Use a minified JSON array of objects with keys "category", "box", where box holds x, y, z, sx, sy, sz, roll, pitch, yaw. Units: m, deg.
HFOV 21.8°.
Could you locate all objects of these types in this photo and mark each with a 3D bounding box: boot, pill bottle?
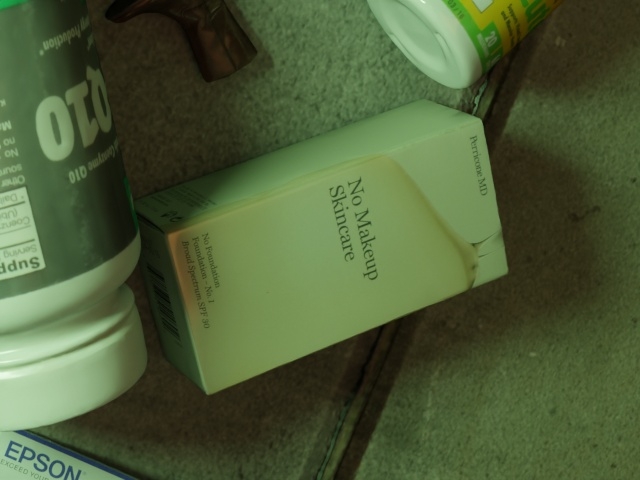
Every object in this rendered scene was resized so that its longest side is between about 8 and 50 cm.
[{"category":"boot","box":[-0.116,-0.173,1.415,0.106,0.037,0.114,-33,120,-13]},{"category":"pill bottle","box":[-0.254,-0.051,1.280,0.204,0.204,0.361,-19,112,-21]},{"category":"pill bottle","box":[0.169,-0.261,1.473,0.245,0.136,0.136,-43,118,-10]}]

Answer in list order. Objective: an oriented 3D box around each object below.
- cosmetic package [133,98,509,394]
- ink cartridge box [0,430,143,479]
[{"category":"cosmetic package","box":[0.000,0.000,1.475,0.309,0.113,0.160,-21,112,-19]},{"category":"ink cartridge box","box":[-0.198,0.357,1.428,0.303,0.072,0.307,27,58,-14]}]
